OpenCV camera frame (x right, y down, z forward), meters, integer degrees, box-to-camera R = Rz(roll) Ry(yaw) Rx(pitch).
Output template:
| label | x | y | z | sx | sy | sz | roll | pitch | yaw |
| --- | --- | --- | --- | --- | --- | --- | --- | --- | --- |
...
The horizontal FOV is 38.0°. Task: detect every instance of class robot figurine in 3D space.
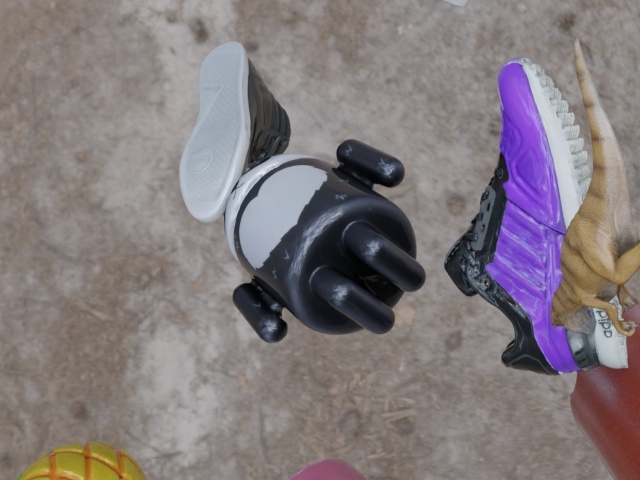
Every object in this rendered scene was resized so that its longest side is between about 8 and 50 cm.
| label | x | y | z | sx | sy | sz | roll | pitch | yaw |
| --- | --- | --- | --- | --- | --- | --- | --- | --- | --- |
| robot figurine | -0.003 | 0.000 | 1.074 | 0.278 | 0.209 | 0.173 | 38 | 143 | 52 |

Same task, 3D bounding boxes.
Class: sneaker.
| label | x | y | z | sx | sy | sz | roll | pitch | yaw |
| --- | --- | --- | --- | --- | --- | --- | --- | --- | --- |
| sneaker | -0.103 | -0.122 | 1.260 | 0.105 | 0.147 | 0.295 | -18 | 49 | 25 |
| sneaker | 0.176 | -0.013 | 0.842 | 0.146 | 0.102 | 0.293 | -14 | 91 | 22 |

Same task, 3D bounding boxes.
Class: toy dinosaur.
| label | x | y | z | sx | sy | sz | roll | pitch | yaw |
| --- | --- | --- | --- | --- | --- | --- | --- | --- | --- |
| toy dinosaur | 0.178 | -0.002 | 0.575 | 0.112 | 0.064 | 0.211 | 28 | 136 | 32 |

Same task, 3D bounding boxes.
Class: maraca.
| label | x | y | z | sx | sy | sz | roll | pitch | yaw |
| --- | --- | --- | --- | --- | --- | --- | --- | --- | --- |
| maraca | -0.249 | 0.254 | 0.900 | 0.127 | 0.186 | 0.099 | 24 | 112 | 37 |

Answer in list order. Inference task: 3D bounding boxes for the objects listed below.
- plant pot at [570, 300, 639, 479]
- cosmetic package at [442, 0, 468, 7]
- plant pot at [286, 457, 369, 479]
| label | x | y | z | sx | sy | sz | roll | pitch | yaw |
| --- | --- | --- | --- | --- | --- | --- | --- | --- | --- |
| plant pot | 0.393 | 0.196 | 0.887 | 0.272 | 0.272 | 0.265 | -51 | 27 | 11 |
| cosmetic package | 0.040 | -0.444 | 0.998 | 0.385 | 0.156 | 0.217 | 40 | 113 | 25 |
| plant pot | 0.023 | 0.373 | 1.027 | 0.180 | 0.201 | 0.201 | 38 | 98 | 33 |
